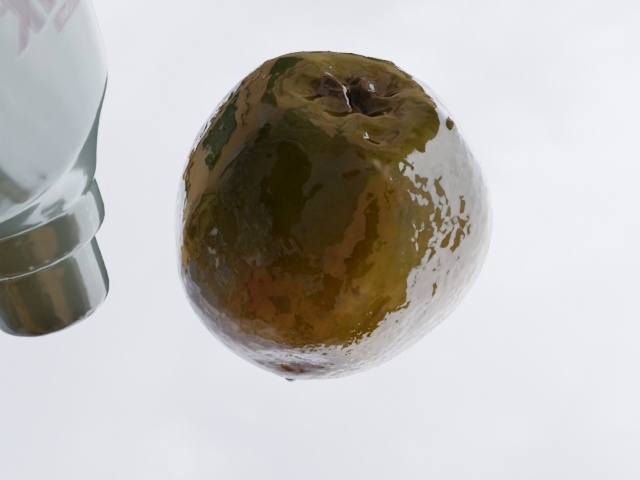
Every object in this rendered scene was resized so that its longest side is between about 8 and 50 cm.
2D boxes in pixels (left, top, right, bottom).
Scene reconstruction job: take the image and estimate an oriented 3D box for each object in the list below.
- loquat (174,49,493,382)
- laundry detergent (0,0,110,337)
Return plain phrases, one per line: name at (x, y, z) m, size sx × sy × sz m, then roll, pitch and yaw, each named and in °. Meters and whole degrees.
loquat at (0.000, 0.000, 1.275) m, size 0.213 × 0.213 × 0.246 m, roll 47°, pitch -40°, yaw 32°
laundry detergent at (-0.195, -0.124, 0.904) m, size 0.125 × 0.264 × 0.397 m, roll -2°, pitch -59°, yaw 24°
